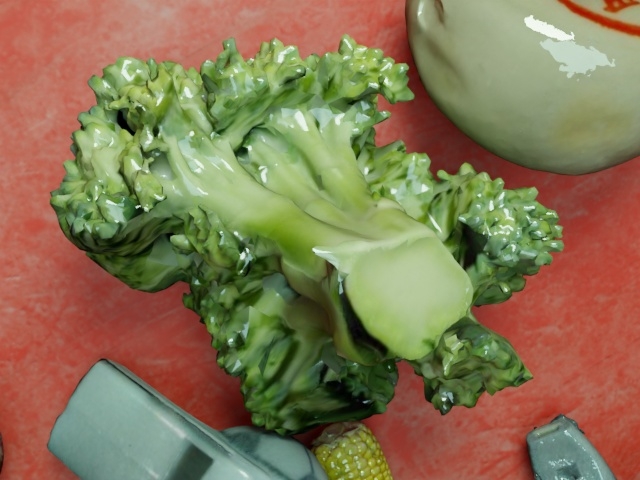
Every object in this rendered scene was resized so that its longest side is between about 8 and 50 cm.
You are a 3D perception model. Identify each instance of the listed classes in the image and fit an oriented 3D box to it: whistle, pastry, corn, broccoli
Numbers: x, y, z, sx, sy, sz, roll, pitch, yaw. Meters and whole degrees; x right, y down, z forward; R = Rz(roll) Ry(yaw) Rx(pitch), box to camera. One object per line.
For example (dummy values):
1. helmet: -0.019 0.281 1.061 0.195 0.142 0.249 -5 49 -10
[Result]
1. whistle: 0.283 0.297 0.750 0.180 0.093 0.269 -28 100 22
2. pastry: 0.198 -0.178 0.616 0.265 0.133 0.265 4 55 -5
3. corn: 0.049 0.291 0.723 0.081 0.081 0.248 -18 100 -5
4. broccoli: 0.005 0.001 0.594 0.277 0.317 0.338 -45 140 -12
5. whistle: -0.088 0.219 0.655 0.163 0.290 0.163 -29 131 -39

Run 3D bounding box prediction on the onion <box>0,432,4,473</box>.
1. onion: -0.338 0.192 0.601 0.159 0.195 0.159 0 89 -14
